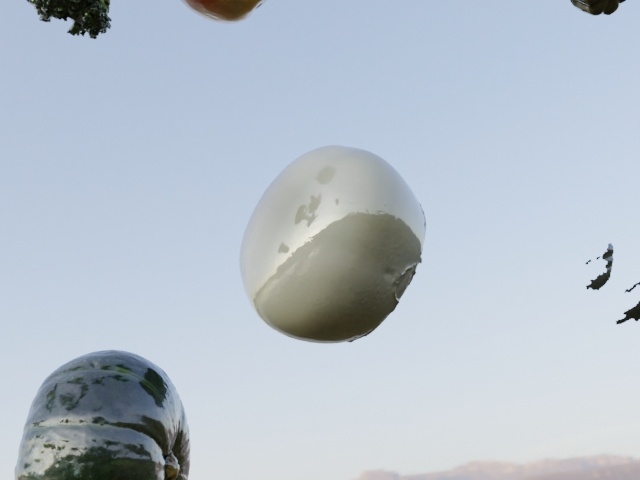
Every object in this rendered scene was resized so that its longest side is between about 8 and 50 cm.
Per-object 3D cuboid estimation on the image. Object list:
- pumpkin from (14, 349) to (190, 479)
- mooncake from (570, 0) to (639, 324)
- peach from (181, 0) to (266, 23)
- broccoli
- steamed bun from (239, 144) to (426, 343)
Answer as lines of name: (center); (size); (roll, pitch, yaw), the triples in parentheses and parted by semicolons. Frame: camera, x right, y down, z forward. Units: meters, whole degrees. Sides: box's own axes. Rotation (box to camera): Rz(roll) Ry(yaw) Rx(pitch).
pumpkin: (-0.286, 0.296, 1.258); (0.208, 0.300, 0.300); (-2, -20, 5)
mooncake: (0.263, -0.087, 0.874); (0.150, 0.057, 0.346); (-33, -61, 0)
peach: (-0.144, -0.413, 1.418); (0.184, 0.184, 0.184); (-5, -21, -2)
broccoli: (-0.339, -0.367, 1.309); (0.167, 0.160, 0.154); (36, -72, -13)
steamed bun: (0.000, 0.000, 1.485); (0.206, 0.324, 0.324); (27, -35, -26)
